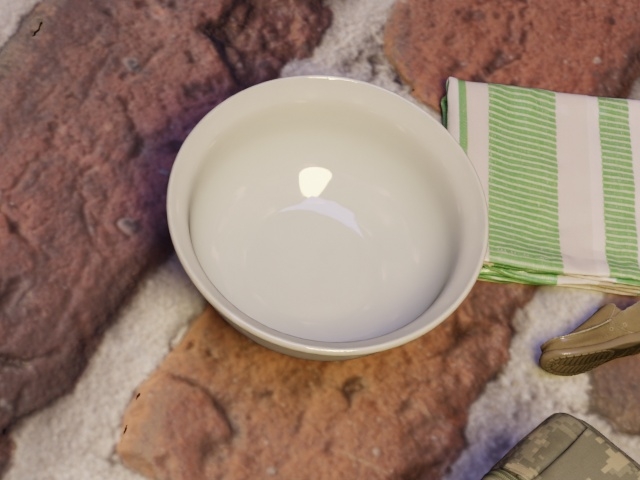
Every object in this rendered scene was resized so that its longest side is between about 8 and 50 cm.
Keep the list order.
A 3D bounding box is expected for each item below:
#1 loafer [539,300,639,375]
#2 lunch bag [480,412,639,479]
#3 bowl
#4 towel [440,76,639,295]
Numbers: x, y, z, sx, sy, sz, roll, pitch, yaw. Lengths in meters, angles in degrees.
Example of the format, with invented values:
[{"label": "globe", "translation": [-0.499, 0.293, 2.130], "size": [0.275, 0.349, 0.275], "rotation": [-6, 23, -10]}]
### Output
[{"label": "loafer", "translation": [0.273, 0.093, 1.393], "size": [0.148, 0.056, 0.050], "rotation": [-10, 62, -25]}, {"label": "lunch bag", "translation": [0.200, 0.329, 1.157], "size": [0.305, 0.212, 0.256], "rotation": [43, 63, 15]}, {"label": "bowl", "translation": [0.000, 0.000, 1.352], "size": [0.298, 0.134, 0.297], "rotation": [4, 60, -7]}, {"label": "towel", "translation": [0.287, -0.055, 1.484], "size": [0.325, 0.038, 0.247], "rotation": [6, 60, -6]}]
